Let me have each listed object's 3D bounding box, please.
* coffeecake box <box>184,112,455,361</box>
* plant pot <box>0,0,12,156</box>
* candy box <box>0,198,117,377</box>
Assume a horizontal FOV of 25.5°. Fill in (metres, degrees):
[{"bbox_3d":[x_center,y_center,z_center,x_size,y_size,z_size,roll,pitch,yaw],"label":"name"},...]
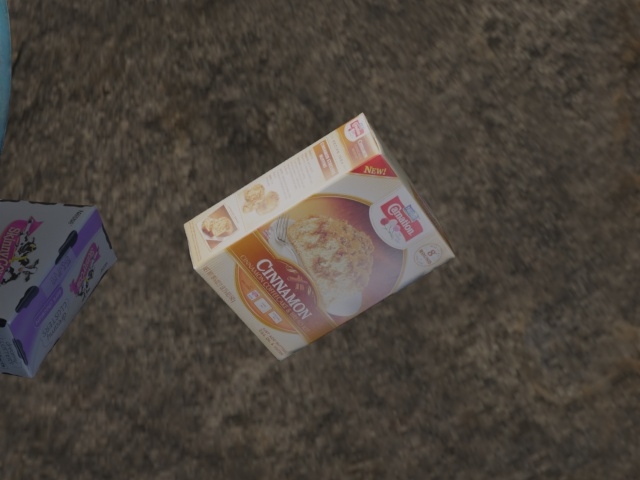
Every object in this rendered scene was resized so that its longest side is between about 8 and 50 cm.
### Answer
[{"bbox_3d":[0.000,0.000,1.225,0.185,0.068,0.142,-32,128,9],"label":"coffeecake box"},{"bbox_3d":[-0.398,-0.124,1.015,0.255,0.271,0.271,2,117,-39],"label":"plant pot"},{"bbox_3d":[-0.314,0.036,1.299,0.196,0.165,0.070,5,131,23],"label":"candy box"}]
